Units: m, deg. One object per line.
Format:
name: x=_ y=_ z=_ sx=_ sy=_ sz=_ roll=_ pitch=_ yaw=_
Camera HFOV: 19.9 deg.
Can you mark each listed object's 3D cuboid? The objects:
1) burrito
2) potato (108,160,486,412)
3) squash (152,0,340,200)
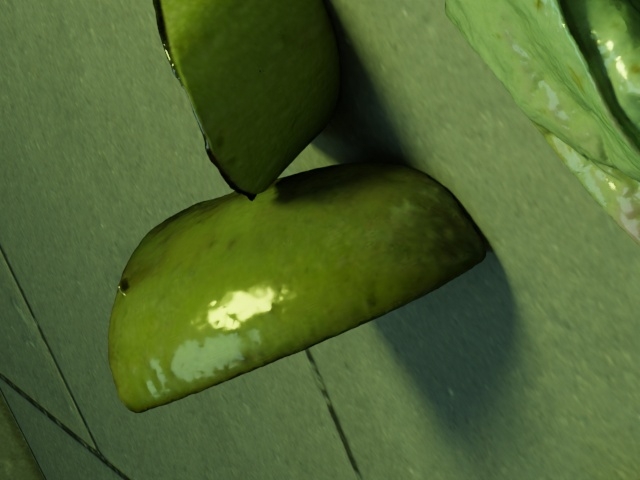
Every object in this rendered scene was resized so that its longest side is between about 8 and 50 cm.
burrito: x=0.152 y=-0.077 z=0.926 sx=0.229 sy=0.089 sz=0.144 roll=54 pitch=173 yaw=15
potato: x=0.000 y=0.000 z=1.314 sx=0.255 sy=0.269 sz=0.112 roll=-18 pitch=103 yaw=41
squash: x=-0.079 y=-0.144 z=1.273 sx=0.204 sy=0.155 sz=0.237 roll=8 pitch=126 yaw=61
